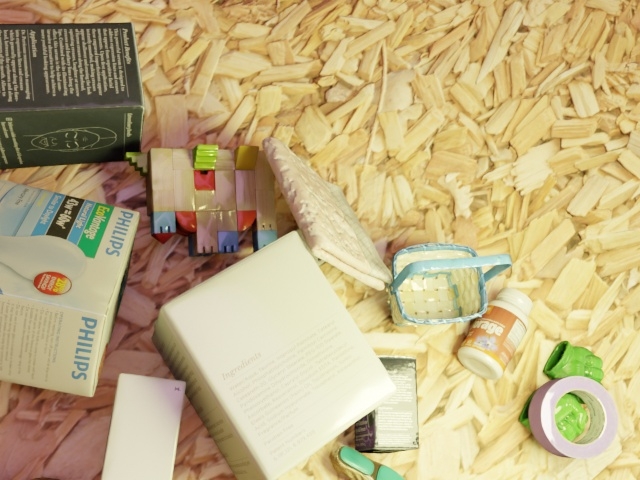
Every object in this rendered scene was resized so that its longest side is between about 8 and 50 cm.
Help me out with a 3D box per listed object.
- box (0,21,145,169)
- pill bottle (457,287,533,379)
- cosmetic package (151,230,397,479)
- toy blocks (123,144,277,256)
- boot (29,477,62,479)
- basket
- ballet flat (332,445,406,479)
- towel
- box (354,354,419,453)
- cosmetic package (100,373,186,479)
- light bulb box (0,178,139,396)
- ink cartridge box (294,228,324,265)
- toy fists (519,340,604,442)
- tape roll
[{"bbox_3d":[-0.601,-0.313,1.664,0.395,0.293,0.212,-5,74,-17],"label":"box"},{"bbox_3d":[0.440,0.227,1.871,0.121,0.121,0.216,37,66,-2],"label":"pill bottle"},{"bbox_3d":[-0.114,0.258,1.594,0.327,0.329,0.394,-31,83,-22],"label":"cosmetic package"},{"bbox_3d":[-0.256,-0.076,1.763,0.381,0.190,0.261,-1,85,-22],"label":"toy blocks"},{"bbox_3d":[-0.617,0.533,1.508,0.305,0.112,0.115,12,40,-7],"label":"boot"},{"bbox_3d":[0.279,0.098,1.776,0.254,0.289,0.201,-2,73,-17],"label":"basket"},{"bbox_3d":[0.115,0.536,1.710,0.206,0.067,0.073,35,46,-2],"label":"ballet flat"},{"bbox_3d":[0.015,-0.059,1.717,0.053,0.317,0.332,-38,54,16],"label":"towel"},{"bbox_3d":[0.148,0.377,1.724,0.108,0.153,0.207,4,70,-14],"label":"box"},{"bbox_3d":[-0.362,0.403,1.534,0.138,0.225,0.224,10,70,-12],"label":"cosmetic package"},{"bbox_3d":[-0.581,0.081,1.498,0.361,0.225,0.358,13,33,-11],"label":"light bulb box"},{"bbox_3d":[0.000,0.000,1.855,0.180,0.060,0.104,-34,83,-23],"label":"ink cartridge box"},{"bbox_3d":[0.619,0.389,1.882,0.142,0.096,0.279,37,66,-3],"label":"toy fists"},{"bbox_3d":[0.596,0.417,1.778,0.189,0.080,0.189,2,75,-7],"label":"tape roll"}]
